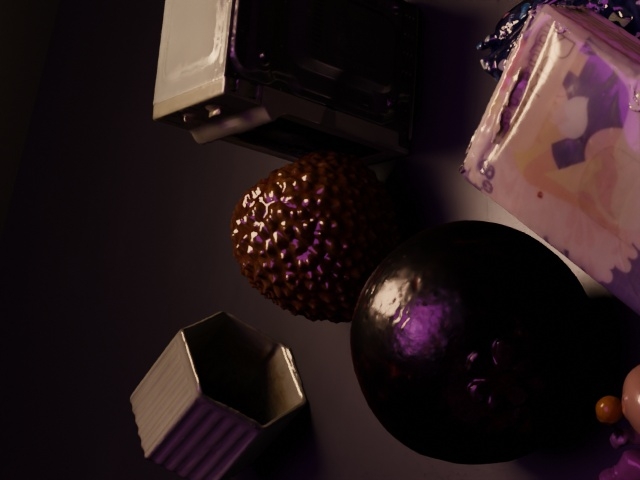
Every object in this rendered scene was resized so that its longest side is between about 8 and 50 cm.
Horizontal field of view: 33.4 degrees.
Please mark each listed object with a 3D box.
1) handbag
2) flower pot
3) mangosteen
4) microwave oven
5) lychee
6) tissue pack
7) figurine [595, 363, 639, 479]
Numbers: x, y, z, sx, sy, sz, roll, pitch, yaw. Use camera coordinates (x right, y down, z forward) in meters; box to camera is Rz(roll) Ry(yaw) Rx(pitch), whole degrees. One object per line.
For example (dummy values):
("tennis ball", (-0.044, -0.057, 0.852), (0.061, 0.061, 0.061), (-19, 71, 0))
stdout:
("handbag", (0.327, -0.261, 1.338), (0.260, 0.113, 0.162), (-33, 63, 39))
("flower pot", (-0.168, 0.258, 1.724), (0.190, 0.239, 0.209), (-49, 16, 31))
("mangosteen", (0.189, 0.114, 1.284), (0.296, 0.313, 0.297), (7, 110, 21))
("microwave oven", (-0.038, -0.276, 1.604), (0.218, 0.354, 0.287), (-8, 72, 50))
("lychee", (0.000, 0.000, 1.574), (0.267, 0.267, 0.268), (-19, 64, 48))
("tissue pack", (0.335, -0.084, 1.185), (0.343, 0.125, 0.242), (45, 128, 34))
("figurine", (0.378, 0.209, 1.088), (0.176, 0.186, 0.288), (-93, 16, -59))
